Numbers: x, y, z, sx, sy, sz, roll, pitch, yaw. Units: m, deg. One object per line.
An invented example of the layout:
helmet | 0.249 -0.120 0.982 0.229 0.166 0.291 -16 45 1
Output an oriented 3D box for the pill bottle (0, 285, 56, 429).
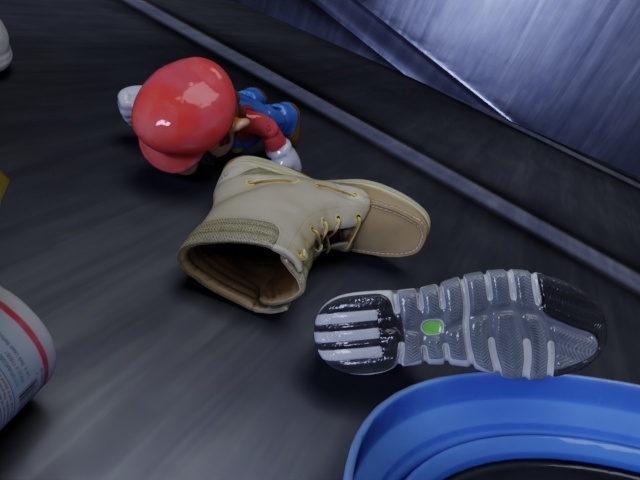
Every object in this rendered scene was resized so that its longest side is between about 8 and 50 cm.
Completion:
pill bottle | -0.215 0.092 0.225 0.087 0.087 0.160 22 29 0

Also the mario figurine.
mario figurine | -0.149 -0.149 0.673 0.198 0.170 0.320 -8 10 21

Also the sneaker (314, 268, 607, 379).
sneaker | 0.113 0.068 0.426 0.229 0.086 0.132 0 -3 4

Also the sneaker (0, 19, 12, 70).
sneaker | -0.479 -0.281 0.600 0.114 0.152 0.305 9 31 -18

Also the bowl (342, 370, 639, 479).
bowl | 0.200 0.172 0.225 0.392 0.077 0.391 5 6 -1

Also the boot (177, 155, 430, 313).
boot | 0.000 0.000 0.509 0.262 0.095 0.203 17 30 -6

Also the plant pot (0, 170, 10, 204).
plant pot | -0.267 -0.009 0.137 0.212 0.187 0.212 -30 36 -8
